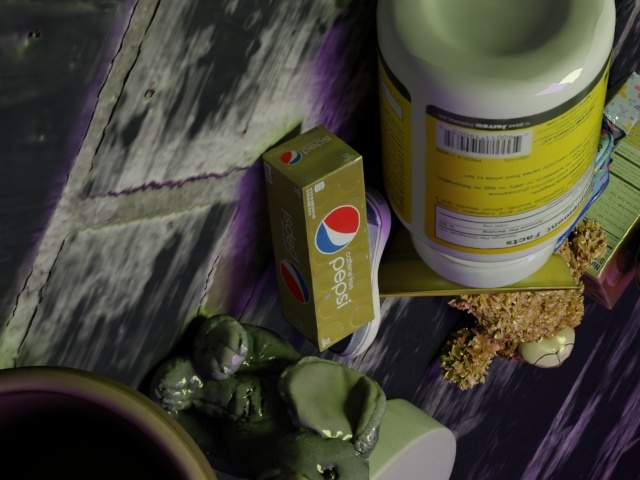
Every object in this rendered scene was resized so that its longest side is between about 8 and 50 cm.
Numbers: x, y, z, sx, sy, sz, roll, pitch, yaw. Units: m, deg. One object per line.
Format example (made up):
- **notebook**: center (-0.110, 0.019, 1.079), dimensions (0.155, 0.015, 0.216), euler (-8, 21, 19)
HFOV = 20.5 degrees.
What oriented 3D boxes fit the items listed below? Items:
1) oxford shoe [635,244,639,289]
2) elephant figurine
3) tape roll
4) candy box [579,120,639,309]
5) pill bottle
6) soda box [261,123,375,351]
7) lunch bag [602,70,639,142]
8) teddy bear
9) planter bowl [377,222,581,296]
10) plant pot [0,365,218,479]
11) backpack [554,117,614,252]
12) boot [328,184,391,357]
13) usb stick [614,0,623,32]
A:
- **oxford shoe**: center (0.468, 0.013, 2.270), dimensions (0.146, 0.140, 0.397), euler (-27, 171, 11)
- **elephant figurine**: center (-0.020, 0.179, 1.465), dimensions (0.186, 0.239, 0.169), euler (-50, 158, -18)
- **tape roll**: center (0.019, 0.362, 2.054), dimensions (0.392, 0.072, 0.392), euler (-45, 156, -27)
- **candy box**: center (0.420, -0.078, 2.277), dimensions (0.316, 0.087, 0.183), euler (-55, 159, -5)
- **pill bottle**: center (0.143, -0.101, 1.499), dimensions (0.188, 0.188, 0.334), euler (-48, 158, -22)
- **soda box**: center (0.000, 0.000, 1.445), dimensions (0.061, 0.058, 0.181), euler (-29, 137, -24)
- **lunch bag**: center (0.339, -0.149, 2.047), dimensions (0.071, 0.053, 0.083), euler (-50, -176, -18)
- **teddy bear**: center (0.239, 0.068, 2.063), dimensions (0.245, 0.113, 0.338), euler (-44, 155, -25)
- **planter bowl**: center (0.142, 0.007, 1.718), dimensions (0.217, 0.217, 0.090), euler (3, 85, -66)
- **plant pot**: center (-0.179, 0.213, 1.209), dimensions (0.263, 0.263, 0.229), euler (-57, 176, 0)
- **backpack**: center (0.226, -0.056, 1.849), dimensions (0.158, 0.117, 0.173), euler (-48, 160, -19)
- **boot**: center (0.007, 0.041, 1.589), dimensions (0.086, 0.069, 0.190), euler (-30, 139, -37)
- **usb stick**: center (0.278, -0.204, 1.848), dimensions (0.077, 0.045, 0.278), euler (-51, 159, -34)
